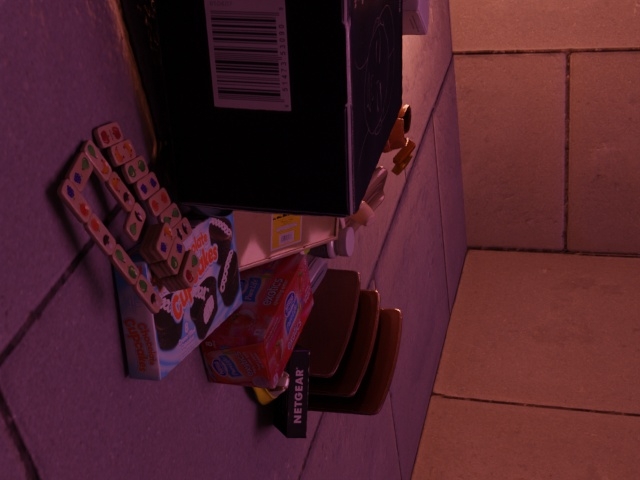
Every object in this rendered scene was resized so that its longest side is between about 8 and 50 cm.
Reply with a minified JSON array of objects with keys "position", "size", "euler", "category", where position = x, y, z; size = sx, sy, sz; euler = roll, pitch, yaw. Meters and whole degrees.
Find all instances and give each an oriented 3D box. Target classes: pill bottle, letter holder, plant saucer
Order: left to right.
[{"position":[-0.192,-0.079,1.535],"size":[0.119,0.021,0.119],"euler":[32,32,-23],"category":"plant saucer"},{"position":[0.000,0.000,2.055],"size":[0.078,0.137,0.078],"euler":[3,90,-73],"category":"pill bottle"},{"position":[0.061,0.227,2.149],"size":[0.152,0.214,0.302],"euler":[74,25,-45],"category":"letter holder"}]

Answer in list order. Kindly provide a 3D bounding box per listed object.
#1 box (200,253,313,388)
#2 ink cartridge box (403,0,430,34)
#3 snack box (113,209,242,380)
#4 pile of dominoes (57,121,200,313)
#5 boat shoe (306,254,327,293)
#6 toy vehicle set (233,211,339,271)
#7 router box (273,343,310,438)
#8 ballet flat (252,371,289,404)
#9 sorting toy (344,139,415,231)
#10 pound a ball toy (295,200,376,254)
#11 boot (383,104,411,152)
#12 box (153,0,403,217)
[{"position":[-0.112,0.139,1.731],"size":[0.257,0.128,0.123],"euler":[-64,151,-52],"category":"box"},{"position":[0.065,-0.538,1.917],"size":[0.129,0.307,0.223],"euler":[37,57,-72],"category":"ink cartridge box"},{"position":[-0.216,0.069,1.501],"size":[0.322,0.060,0.187],"euler":[-45,133,-65],"category":"snack box"},{"position":[-0.246,-0.040,1.308],"size":[0.196,0.040,0.251],"euler":[-79,147,-47],"category":"pile of dominoes"},{"position":[-0.068,0.115,1.968],"size":[0.226,0.075,0.083],"euler":[-53,155,-39],"category":"boat shoe"},{"position":[-0.070,-0.050,1.744],"size":[0.266,0.035,0.166],"euler":[-17,121,-39],"category":"toy vehicle set"},{"position":[-0.061,0.307,1.954],"size":[0.133,0.046,0.179],"euler":[-175,-93,-75],"category":"router box"},{"position":[-0.104,0.266,1.857],"size":[0.231,0.077,0.077],"euler":[65,30,-56],"category":"ballet flat"},{"position":[0.109,-0.107,2.250],"size":[0.307,0.041,0.229],"euler":[-48,169,-7],"category":"sorting toy"},{"position":[-0.024,-0.111,1.913],"size":[0.208,0.135,0.319],"euler":[-40,142,-17],"category":"pound a ball toy"},{"position":[0.092,-0.206,2.183],"size":[0.109,0.220,0.283],"euler":[70,28,-47],"category":"boot"},{"position":[-0.040,-0.356,1.506],"size":[0.472,0.297,0.480],"euler":[-62,153,-58],"category":"box"}]
